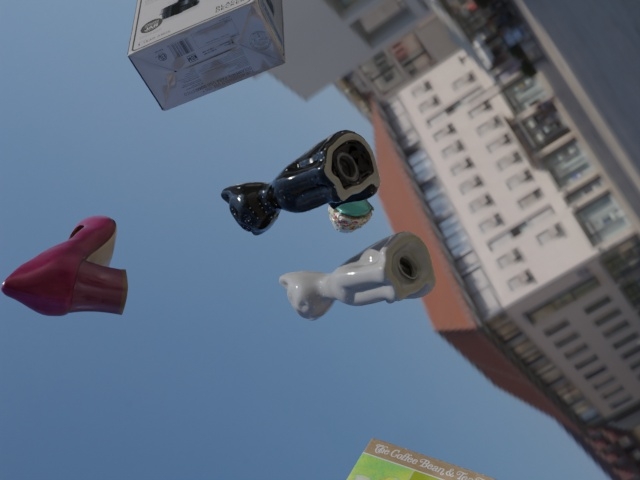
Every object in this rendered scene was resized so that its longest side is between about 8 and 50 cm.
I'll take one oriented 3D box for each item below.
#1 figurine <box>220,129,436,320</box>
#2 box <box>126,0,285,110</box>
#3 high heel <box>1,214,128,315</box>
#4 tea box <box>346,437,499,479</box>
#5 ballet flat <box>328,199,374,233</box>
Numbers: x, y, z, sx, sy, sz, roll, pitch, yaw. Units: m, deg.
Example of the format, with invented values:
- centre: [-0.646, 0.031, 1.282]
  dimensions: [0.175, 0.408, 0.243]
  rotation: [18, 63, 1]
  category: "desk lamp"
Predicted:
- centre: [0.000, 0.000, 1.117]
  dimensions: [0.092, 0.209, 0.215]
  rotation: [-44, -71, -43]
  category: "figurine"
- centre: [-0.136, -0.301, 1.194]
  dimensions: [0.290, 0.169, 0.087]
  rotation: [-96, -18, -48]
  category: "box"
- centre: [-0.426, 0.022, 1.563]
  dimensions: [0.181, 0.127, 0.377]
  rotation: [10, -171, -21]
  category: "high heel"
- centre: [0.177, 0.576, 1.704]
  dimensions: [0.324, 0.328, 0.220]
  rotation: [-54, -48, -28]
  category: "tea box"
- centre: [0.052, -0.059, 1.836]
  dimensions: [0.091, 0.077, 0.241]
  rotation: [11, -158, -4]
  category: "ballet flat"
